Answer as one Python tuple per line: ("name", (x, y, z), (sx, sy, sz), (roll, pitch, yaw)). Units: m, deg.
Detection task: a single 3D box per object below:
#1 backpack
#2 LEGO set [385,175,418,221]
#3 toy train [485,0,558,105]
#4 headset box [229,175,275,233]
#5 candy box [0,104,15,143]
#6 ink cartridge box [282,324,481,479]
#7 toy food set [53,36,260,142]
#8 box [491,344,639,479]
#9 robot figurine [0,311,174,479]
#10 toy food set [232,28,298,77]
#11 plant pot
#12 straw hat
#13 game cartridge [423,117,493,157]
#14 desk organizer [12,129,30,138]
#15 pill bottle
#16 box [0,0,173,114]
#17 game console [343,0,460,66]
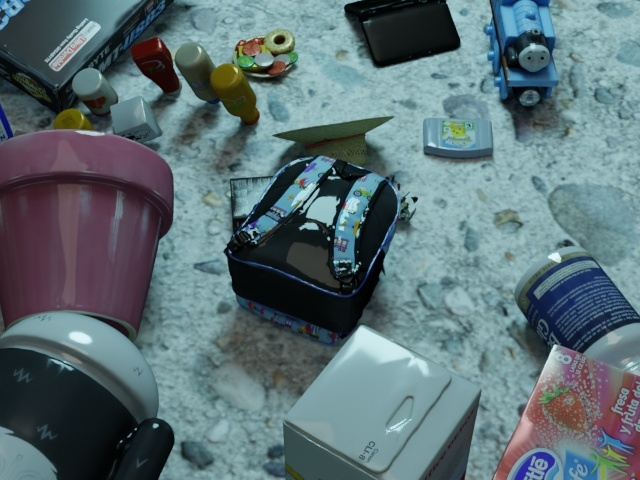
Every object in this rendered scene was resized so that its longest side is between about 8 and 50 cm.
("backpack", (0.000, 0.000, 1.252), (0.158, 0.117, 0.173), (19, 53, 15))
("LEGO set", (0.084, -0.042, 1.355), (0.054, 0.023, 0.083), (3, 37, -1))
("toy train", (0.250, -0.253, 1.475), (0.080, 0.105, 0.184), (-1, 50, -1))
("headset box", (-0.059, -0.041, 1.341), (0.083, 0.032, 0.062), (-4, 51, -5))
("candy box", (-0.500, -0.235, 1.292), (0.268, 0.317, 0.122), (26, 56, 31))
("ink cartridge box", (0.053, 0.190, 1.053), (0.127, 0.176, 0.128), (27, 55, 21))
("toy food set", (-0.196, -0.164, 1.425), (0.232, 0.104, 0.111), (-19, 65, 6))
("box", (0.205, 0.262, 1.013), (0.142, 0.154, 0.300), (21, 54, 17))
("robot figurine", (-0.257, 0.195, 1.055), (0.209, 0.173, 0.278), (31, 53, -5))
("toy food set", (-0.070, -0.237, 1.513), (0.083, 0.020, 0.082), (-4, 50, -4))
("plant pot", (-0.249, 0.013, 1.205), (0.201, 0.201, 0.180), (-3, 66, -3))
("straw hat", (0.020, -0.103, 1.372), (0.144, 0.144, 0.061), (-10, 93, -9))
("game cartridge", (0.165, -0.123, 1.424), (0.083, 0.017, 0.056), (2, 54, 1))
("desk organizer", (-0.349, -0.064, 1.349), (0.050, 0.047, 0.130), (14, 51, 14))
("pill bottle", (0.275, 0.095, 1.190), (0.094, 0.094, 0.169), (-20, 52, -16))
("box", (-0.351, -0.345, 1.507), (0.293, 0.073, 0.295), (34, 66, 11))
("game console", (0.106, -0.283, 1.560), (0.122, 0.071, 0.107), (-15, 22, -14))
